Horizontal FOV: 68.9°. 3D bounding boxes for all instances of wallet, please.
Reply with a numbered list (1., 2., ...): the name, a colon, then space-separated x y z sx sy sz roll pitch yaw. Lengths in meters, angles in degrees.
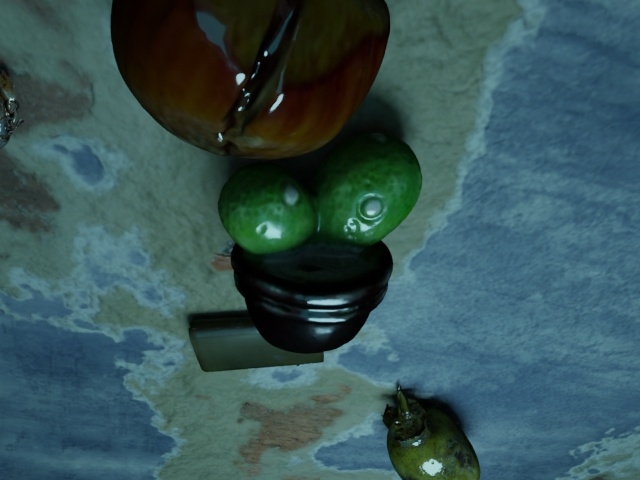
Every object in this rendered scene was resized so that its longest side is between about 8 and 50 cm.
1. wallet: -0.092 0.156 0.717 0.197 0.031 0.110 -4 130 -1

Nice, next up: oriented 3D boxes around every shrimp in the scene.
1. shrimp: -0.321 -0.135 0.468 0.038 0.029 0.092 4 125 -6

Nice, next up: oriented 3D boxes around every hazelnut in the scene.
1. hazelnut: -0.058 -0.148 0.381 0.212 0.181 0.181 16 107 -28

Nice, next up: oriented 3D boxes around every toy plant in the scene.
1. toy plant: 0.000 0.000 0.514 0.217 0.175 0.235 -7 121 -20

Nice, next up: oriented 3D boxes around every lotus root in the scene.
1. lotus root: 0.196 0.382 0.852 0.154 0.154 0.278 -23 122 15
